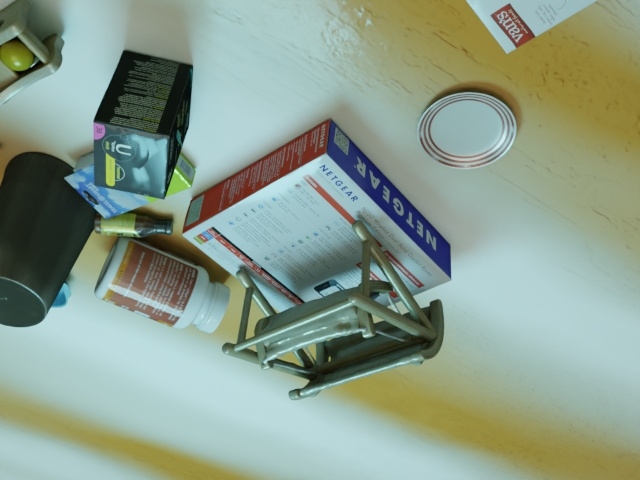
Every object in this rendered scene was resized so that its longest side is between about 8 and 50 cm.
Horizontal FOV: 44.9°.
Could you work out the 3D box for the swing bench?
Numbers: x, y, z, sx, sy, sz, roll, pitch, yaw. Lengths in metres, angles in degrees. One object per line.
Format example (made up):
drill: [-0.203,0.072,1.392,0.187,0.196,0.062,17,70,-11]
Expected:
swing bench: [0.028,0.137,1.229,0.253,0.165,0.254,-24,130,29]

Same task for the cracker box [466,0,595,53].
cracker box: [0.268,-0.339,0.877,0.232,0.067,0.155,-28,127,33]

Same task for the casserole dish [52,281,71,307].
casserole dish: [-0.558,0.076,1.457,0.188,0.037,0.114,4,138,4]

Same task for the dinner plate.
dinner plate: [0.210,-0.159,1.116,0.141,0.017,0.141,3,137,3]

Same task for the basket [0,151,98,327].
basket: [-0.463,0.010,1.232,0.154,0.227,0.204,2,137,5]

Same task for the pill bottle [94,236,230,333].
pill bottle: [-0.275,0.083,1.365,0.216,0.121,0.121,25,134,-18]

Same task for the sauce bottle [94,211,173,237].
sauce bottle: [-0.315,-0.026,1.309,0.128,0.042,0.042,5,138,-2]

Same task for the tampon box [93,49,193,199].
tampon box: [-0.243,-0.160,1.068,0.101,0.161,0.120,11,137,-5]

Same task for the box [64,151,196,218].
box: [-0.300,-0.105,1.222,0.178,0.042,0.109,-18,131,25]

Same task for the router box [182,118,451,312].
router box: [0.000,0.000,1.267,0.301,0.082,0.335,-26,129,30]

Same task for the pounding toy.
pounding toy: [-0.485,-0.237,1.021,0.269,0.154,0.155,-20,131,25]
